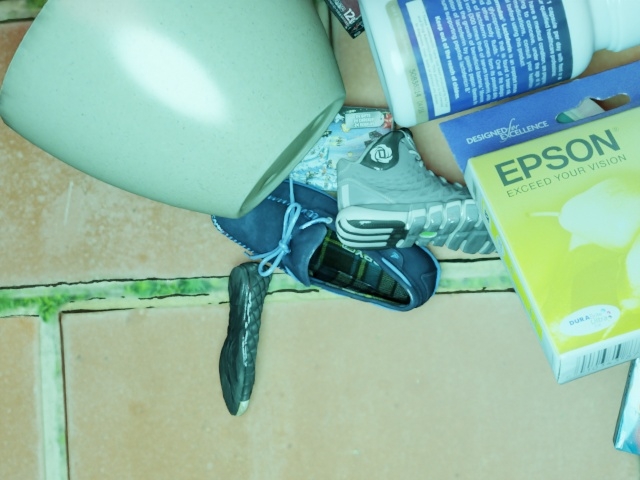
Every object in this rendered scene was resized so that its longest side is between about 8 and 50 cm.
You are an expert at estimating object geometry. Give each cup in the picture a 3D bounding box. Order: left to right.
[{"bbox_3d":[-0.117,-0.159,1.225,0.237,0.331,0.331,43,98,4],"label":"cup"}]

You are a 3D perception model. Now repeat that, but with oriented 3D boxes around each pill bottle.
[{"bbox_3d":[0.182,-0.220,1.234,0.265,0.153,0.153,-16,86,2],"label":"pill bottle"}]

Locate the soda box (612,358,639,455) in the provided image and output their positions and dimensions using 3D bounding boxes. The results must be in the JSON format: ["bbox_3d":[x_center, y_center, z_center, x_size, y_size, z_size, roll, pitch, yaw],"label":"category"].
[{"bbox_3d":[0.346,0.128,1.250,0.058,0.063,0.183,13,92,11],"label":"soda box"}]

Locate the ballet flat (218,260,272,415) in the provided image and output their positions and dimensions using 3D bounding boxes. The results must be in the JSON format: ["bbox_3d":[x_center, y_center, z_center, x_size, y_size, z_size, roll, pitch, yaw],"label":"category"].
[{"bbox_3d":[-0.079,0.109,1.349,0.057,0.049,0.173,15,100,53],"label":"ballet flat"}]

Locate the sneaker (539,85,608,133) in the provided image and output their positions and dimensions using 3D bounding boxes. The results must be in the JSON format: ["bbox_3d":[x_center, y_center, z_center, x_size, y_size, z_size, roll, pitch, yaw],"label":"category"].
[{"bbox_3d":[0.298,-0.020,1.212,0.121,0.108,0.302,-40,64,-11],"label":"sneaker"}]

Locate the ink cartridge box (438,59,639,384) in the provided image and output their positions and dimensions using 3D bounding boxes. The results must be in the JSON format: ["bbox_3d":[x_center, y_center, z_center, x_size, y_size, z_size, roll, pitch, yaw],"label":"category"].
[{"bbox_3d":[0.300,-0.052,1.130,0.304,0.072,0.307,-18,61,-4],"label":"ink cartridge box"}]

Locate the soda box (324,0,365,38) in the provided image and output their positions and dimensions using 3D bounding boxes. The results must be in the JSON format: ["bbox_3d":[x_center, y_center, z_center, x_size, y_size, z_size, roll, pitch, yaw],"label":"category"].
[{"bbox_3d":[0.003,-0.303,1.327,0.053,0.060,0.169,-37,83,6],"label":"soda box"}]

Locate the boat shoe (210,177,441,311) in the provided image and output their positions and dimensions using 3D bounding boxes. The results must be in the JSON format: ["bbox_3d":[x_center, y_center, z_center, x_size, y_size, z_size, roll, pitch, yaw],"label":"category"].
[{"bbox_3d":[0.000,0.000,1.298,0.258,0.089,0.109,15,116,13],"label":"boat shoe"}]

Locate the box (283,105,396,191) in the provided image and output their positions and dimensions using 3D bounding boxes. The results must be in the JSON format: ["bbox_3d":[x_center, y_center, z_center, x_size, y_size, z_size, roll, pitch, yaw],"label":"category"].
[{"bbox_3d":[0.012,-0.100,1.340,0.137,0.027,0.093,5,92,12],"label":"box"}]

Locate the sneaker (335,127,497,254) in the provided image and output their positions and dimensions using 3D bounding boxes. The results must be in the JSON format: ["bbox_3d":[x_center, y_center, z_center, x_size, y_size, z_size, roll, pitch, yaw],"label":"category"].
[{"bbox_3d":[0.122,-0.060,1.275,0.229,0.086,0.132,2,61,-18],"label":"sneaker"}]
